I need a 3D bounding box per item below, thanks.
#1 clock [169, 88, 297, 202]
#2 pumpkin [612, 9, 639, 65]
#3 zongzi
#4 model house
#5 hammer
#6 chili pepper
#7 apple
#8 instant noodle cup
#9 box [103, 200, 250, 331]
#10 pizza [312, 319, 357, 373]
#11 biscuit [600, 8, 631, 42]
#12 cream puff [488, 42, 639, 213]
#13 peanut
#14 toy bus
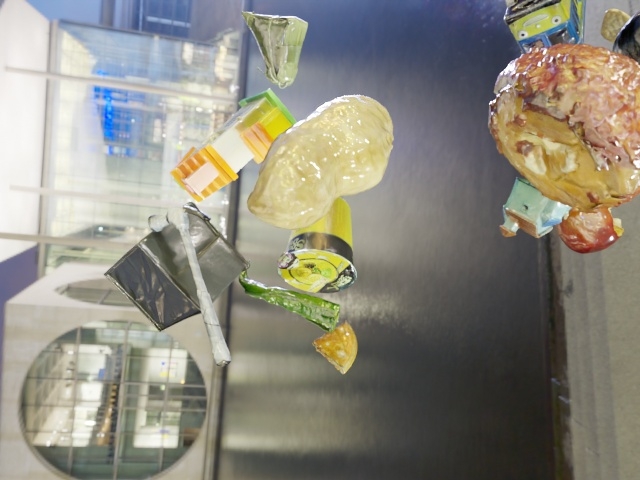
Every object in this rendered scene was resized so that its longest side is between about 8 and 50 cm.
[{"bbox_3d":[-0.197,-0.193,1.189,0.255,0.106,0.220,-45,22,-11],"label":"clock"},{"bbox_3d":[0.753,-0.422,1.174,0.233,0.233,0.162,144,127,-75],"label":"pumpkin"},{"bbox_3d":[-0.086,-0.303,0.875,0.055,0.119,0.109,-10,-66,-62],"label":"zongzi"},{"bbox_3d":[0.516,-0.062,1.350,0.148,0.120,0.148,45,114,46],"label":"model house"},{"bbox_3d":[-0.313,0.119,1.401,0.044,0.152,0.426,-33,-71,-78],"label":"hammer"},{"bbox_3d":[-0.103,0.151,1.519,0.076,0.359,0.084,-3,-68,-58],"label":"chili pepper"},{"bbox_3d":[0.705,-0.048,1.467,0.147,0.158,0.156,-45,13,11],"label":"apple"},{"bbox_3d":[0.000,0.000,1.528,0.215,0.216,0.236,111,168,-53],"label":"instant noodle cup"},{"bbox_3d":[-0.420,0.086,1.582,0.345,0.251,0.204,-28,16,50],"label":"box"},{"bbox_3d":[0.044,0.311,1.597,0.178,0.131,0.041,-100,6,-46],"label":"pizza"},{"bbox_3d":[0.738,-0.532,1.371,0.018,0.071,0.147,-56,-22,6],"label":"biscuit"},{"bbox_3d":[0.475,-0.220,1.013,0.228,0.350,0.350,-45,9,-8],"label":"cream puff"},{"bbox_3d":[0.013,-0.143,1.021,0.387,0.192,0.169,-43,-28,-38],"label":"peanut"},{"bbox_3d":[0.550,-0.579,1.339,0.138,0.175,0.287,-13,43,40],"label":"toy bus"}]
